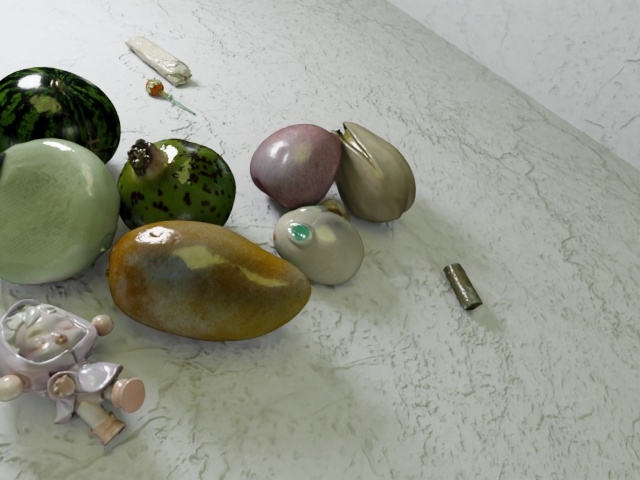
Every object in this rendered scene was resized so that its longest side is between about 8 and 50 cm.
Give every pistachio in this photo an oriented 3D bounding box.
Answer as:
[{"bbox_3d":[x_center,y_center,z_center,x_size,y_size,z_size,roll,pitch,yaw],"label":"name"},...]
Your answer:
[{"bbox_3d":[0.132,-0.194,1.212,0.207,0.226,0.332,-31,68,7],"label":"pistachio"}]

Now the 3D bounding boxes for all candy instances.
[{"bbox_3d":[-0.463,-0.441,1.341,0.184,0.049,0.056,34,76,3],"label":"candy"}]

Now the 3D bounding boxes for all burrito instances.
[{"bbox_3d":[-0.546,-0.610,1.445,0.275,0.059,0.082,39,62,16],"label":"burrito"}]

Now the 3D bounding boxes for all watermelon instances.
[{"bbox_3d":[-0.594,-0.257,0.970,0.268,0.269,0.269,10,46,-11],"label":"watermelon"}]

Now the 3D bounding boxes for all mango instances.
[{"bbox_3d":[-0.209,0.079,0.826,0.383,0.199,0.222,7,81,-4],"label":"mango"}]

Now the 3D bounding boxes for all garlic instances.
[{"bbox_3d":[0.032,-0.069,1.139,0.094,0.113,0.074,4,61,29],"label":"garlic"}]

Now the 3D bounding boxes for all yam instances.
[{"bbox_3d":[0.368,0.120,1.118,0.054,0.054,0.132,-1,49,-21],"label":"yam"}]

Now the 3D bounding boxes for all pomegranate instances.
[{"bbox_3d":[-0.318,-0.111,0.938,0.254,0.270,0.255,-10,60,17],"label":"pomegranate"}]

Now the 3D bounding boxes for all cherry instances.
[{"bbox_3d":[-0.062,-0.202,1.114,0.206,0.239,0.240,22,41,-31],"label":"cherry"}]

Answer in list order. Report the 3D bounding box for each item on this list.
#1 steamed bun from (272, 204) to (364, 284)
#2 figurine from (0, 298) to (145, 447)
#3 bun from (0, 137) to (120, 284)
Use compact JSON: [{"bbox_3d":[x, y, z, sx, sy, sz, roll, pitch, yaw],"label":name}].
[{"bbox_3d":[0.000,0.000,1.037,0.228,0.131,0.177,27,46,2],"label":"steamed bun"},{"bbox_3d":[-0.411,0.206,0.698,0.275,0.133,0.200,37,35,8],"label":"figurine"},{"bbox_3d":[-0.514,-0.053,0.850,0.282,0.179,0.284,0,85,4],"label":"bun"}]
